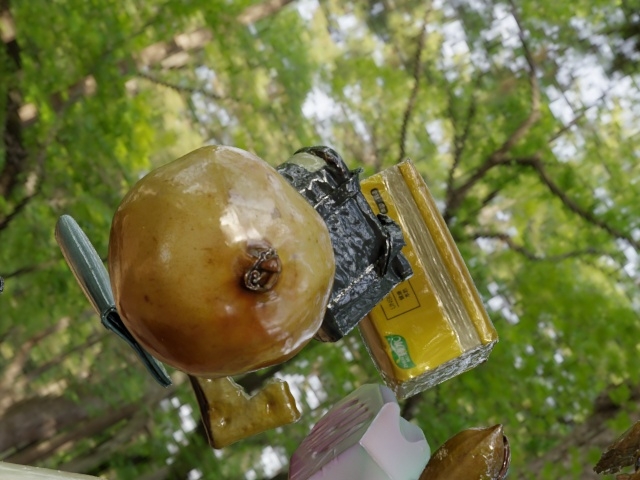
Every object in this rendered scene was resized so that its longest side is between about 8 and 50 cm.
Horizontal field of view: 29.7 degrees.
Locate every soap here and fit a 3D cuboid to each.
[{"bbox_3d":[0.054,0.312,1.757,0.109,0.193,0.324,54,3,-3],"label":"soap"}]

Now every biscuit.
[{"bbox_3d":[-0.142,0.279,2.201,0.039,0.183,0.174,23,51,-85],"label":"biscuit"}]

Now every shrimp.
[{"bbox_3d":[0.565,0.387,2.164,0.068,0.150,0.248,31,-27,-2],"label":"shrimp"}]

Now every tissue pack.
[{"bbox_3d":[0.156,0.083,2.283,0.293,0.228,0.381,75,-8,-76],"label":"tissue pack"}]

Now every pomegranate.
[{"bbox_3d":[-0.108,0.024,1.336,0.264,0.264,0.264,53,-18,26],"label":"pomegranate"}]

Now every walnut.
[{"bbox_3d":[0.263,0.437,2.255,0.137,0.245,0.137,40,14,-12],"label":"walnut"}]

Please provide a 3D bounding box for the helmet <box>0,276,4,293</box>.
[{"bbox_3d":[-0.574,0.083,2.035,0.065,0.049,0.084,41,18,-9],"label":"helmet"}]

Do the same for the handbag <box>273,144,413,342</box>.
[{"bbox_3d":[0.000,0.000,1.708,0.254,0.181,0.181,57,-20,-17],"label":"handbag"}]

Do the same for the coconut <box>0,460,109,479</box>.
[{"bbox_3d":[-0.327,0.389,1.333,0.297,0.310,0.297,-46,-145,47],"label":"coconut"}]

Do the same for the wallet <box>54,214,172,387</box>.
[{"bbox_3d":[-0.375,0.118,2.169,0.251,0.054,0.290,52,-12,39],"label":"wallet"}]
